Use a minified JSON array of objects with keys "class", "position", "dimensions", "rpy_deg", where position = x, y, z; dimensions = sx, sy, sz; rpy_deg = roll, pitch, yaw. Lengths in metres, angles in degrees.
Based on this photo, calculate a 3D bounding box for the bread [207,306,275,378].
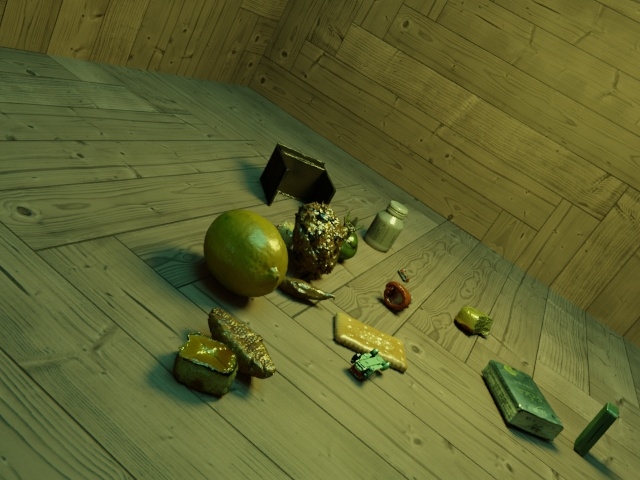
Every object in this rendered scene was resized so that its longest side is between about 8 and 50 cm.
[{"class":"bread","position":[-0.195,0.256,1.344],"dimensions":[0.233,0.076,0.105],"rpy_deg":[42,28,24]}]

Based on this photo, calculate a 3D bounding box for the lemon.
[{"class":"lemon","position":[-0.214,0.036,1.602],"dimensions":[0.236,0.236,0.263],"rpy_deg":[18,37,-29]}]

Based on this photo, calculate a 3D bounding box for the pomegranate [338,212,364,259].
[{"class":"pomegranate","position":[0.087,-0.011,2.158],"dimensions":[0.152,0.191,0.131],"rpy_deg":[16,42,-29]}]

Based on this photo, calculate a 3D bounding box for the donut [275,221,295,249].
[{"class":"donut","position":[-0.118,-0.026,2.089],"dimensions":[0.108,0.065,0.166],"rpy_deg":[34,21,12]}]

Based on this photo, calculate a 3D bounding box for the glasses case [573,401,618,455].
[{"class":"glasses case","position":[0.895,0.613,1.817],"dimensions":[0.039,0.184,0.078],"rpy_deg":[36,22,21]}]

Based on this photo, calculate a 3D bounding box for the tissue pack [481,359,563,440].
[{"class":"tissue pack","position":[0.662,0.525,1.854],"dimensions":[0.185,0.081,0.257],"rpy_deg":[24,21,-16]}]

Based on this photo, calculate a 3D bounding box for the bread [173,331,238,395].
[{"class":"bread","position":[-0.253,0.271,1.243],"dimensions":[0.140,0.069,0.128],"rpy_deg":[23,21,-10]}]

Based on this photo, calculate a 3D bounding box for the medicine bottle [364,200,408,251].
[{"class":"medicine bottle","position":[0.302,-0.067,2.522],"dimensions":[0.135,0.215,0.135],"rpy_deg":[26,21,-11]}]

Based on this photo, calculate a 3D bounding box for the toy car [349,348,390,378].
[{"class":"toy car","position":[0.141,0.353,1.596],"dimensions":[0.073,0.054,0.143],"rpy_deg":[43,20,26]}]

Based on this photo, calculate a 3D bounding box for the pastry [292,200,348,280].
[{"class":"pastry","position":[0.000,0.000,1.932],"dimensions":[0.193,0.275,0.275],"rpy_deg":[1,25,-2]}]

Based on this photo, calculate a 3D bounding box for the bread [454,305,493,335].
[{"class":"bread","position":[0.609,0.319,2.246],"dimensions":[0.156,0.086,0.125],"rpy_deg":[16,15,-41]}]

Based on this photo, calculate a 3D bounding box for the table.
[{"class":"table","position":[-0.100,-0.250,2.437],"dimensions":[0.250,0.196,0.282],"rpy_deg":[22,23,-24]}]

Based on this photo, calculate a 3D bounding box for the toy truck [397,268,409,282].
[{"class":"toy truck","position":[0.354,0.148,2.375],"dimensions":[0.032,0.024,0.083],"rpy_deg":[-6,33,-9]}]

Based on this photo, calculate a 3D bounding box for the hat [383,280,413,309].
[{"class":"hat","position":[0.306,0.210,2.090],"dimensions":[0.162,0.093,0.112],"rpy_deg":[8,41,-56]}]

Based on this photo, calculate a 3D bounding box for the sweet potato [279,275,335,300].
[{"class":"sweet potato","position":[-0.052,0.158,1.768],"dimensions":[0.206,0.060,0.068],"rpy_deg":[16,10,-13]}]

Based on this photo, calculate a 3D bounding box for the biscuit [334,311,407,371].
[{"class":"biscuit","position":[0.157,0.311,1.741],"dimensions":[0.249,0.030,0.160],"rpy_deg":[27,21,-9]}]
